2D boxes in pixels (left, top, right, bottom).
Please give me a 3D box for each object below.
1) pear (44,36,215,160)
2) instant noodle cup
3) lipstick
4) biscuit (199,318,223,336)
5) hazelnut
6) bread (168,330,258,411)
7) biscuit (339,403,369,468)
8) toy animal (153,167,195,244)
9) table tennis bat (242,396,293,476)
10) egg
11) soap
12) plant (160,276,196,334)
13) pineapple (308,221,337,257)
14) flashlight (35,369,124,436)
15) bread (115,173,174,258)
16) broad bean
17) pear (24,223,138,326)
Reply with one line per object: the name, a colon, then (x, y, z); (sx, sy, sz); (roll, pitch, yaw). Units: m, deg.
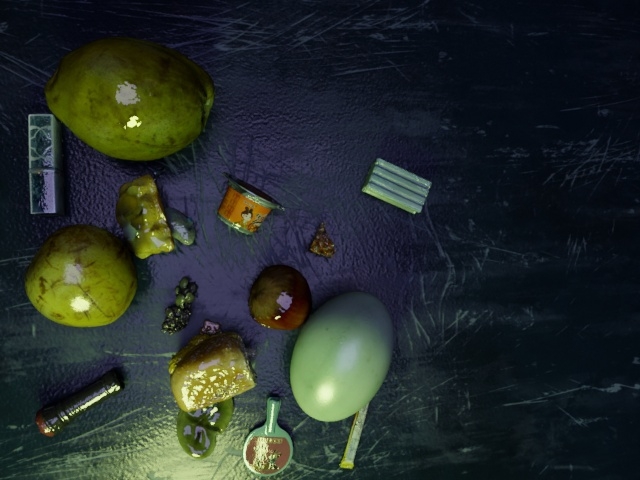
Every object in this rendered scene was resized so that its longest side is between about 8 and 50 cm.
pear: (-0.500, -0.376, 1.265); (0.414, 0.352, 0.351); (3, 87, -6)
instant noodle cup: (-0.226, -0.097, 1.390); (0.208, 0.177, 0.125); (32, 96, 12)
lipstick: (-0.782, -0.215, 1.336); (0.078, 0.076, 0.289); (-3, 86, -8)
biscuit: (-0.340, 0.285, 1.420); (0.092, 0.016, 0.082); (-43, 96, -11)
hazelnut: (-0.104, 0.177, 1.391); (0.208, 0.208, 0.208); (0, 87, -10)
bread: (-0.299, 0.348, 1.330); (0.247, 0.195, 0.176); (-16, 103, -13)
biscuit: (0.123, 0.578, 1.481); (0.048, 0.026, 0.291); (18, 85, -13)
toy animal: (-0.452, -0.092, 1.401); (0.079, 0.070, 0.252); (-22, 77, -45)
table tennis bat: (-0.155, 0.598, 1.430); (0.153, 0.040, 0.244); (8, 91, -9)
egg: (0.064, 0.329, 1.356); (0.276, 0.276, 0.388); (30, 82, -7)
soap: (0.247, -0.175, 1.519); (0.199, 0.063, 0.114); (24, 82, -8)
plant: (-0.413, 0.195, 1.382); (0.085, 0.087, 0.174); (26, 78, -43)
pineapple: (0.000, 0.000, 1.477); (0.114, 0.077, 0.114); (19, 70, -43)
flashlight: (-0.672, 0.454, 1.324); (0.232, 0.093, 0.092); (-30, 93, -16)
bread: (-0.517, -0.065, 1.343); (0.161, 0.088, 0.232); (-16, 87, 22)
broad bean: (-0.345, 0.532, 1.388); (0.153, 0.072, 0.206); (19, 72, -12)
pear: (-0.632, 0.097, 1.261); (0.284, 0.283, 0.283); (0, 87, -10)
